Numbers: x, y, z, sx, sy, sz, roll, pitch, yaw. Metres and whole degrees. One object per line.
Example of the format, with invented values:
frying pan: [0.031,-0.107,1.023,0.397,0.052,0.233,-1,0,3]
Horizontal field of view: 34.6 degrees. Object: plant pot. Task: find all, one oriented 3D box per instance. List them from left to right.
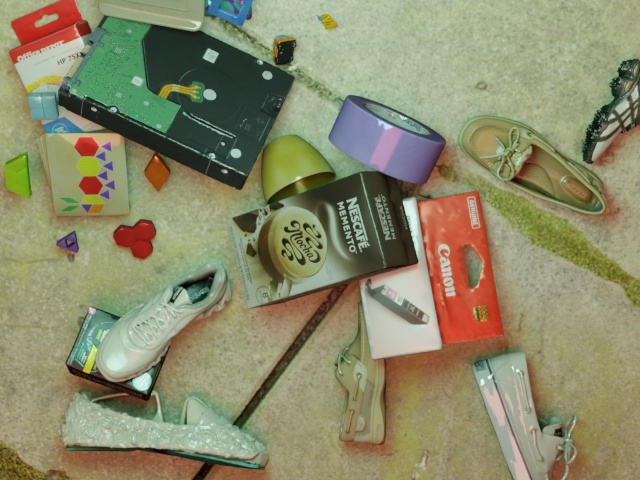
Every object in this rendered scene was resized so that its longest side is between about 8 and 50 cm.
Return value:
plant pot: [-0.051,-0.131,1.819,0.134,0.134,0.095,-25,77,10]

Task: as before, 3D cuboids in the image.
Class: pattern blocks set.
pattern blocks set: [-0.413,-0.116,1.827,0.286,0.026,0.324,6,123,-9]

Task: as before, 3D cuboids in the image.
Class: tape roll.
tape roll: [0.114,-0.173,1.755,0.189,0.189,0.080,24,107,-4]

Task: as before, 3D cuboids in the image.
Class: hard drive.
hard drive: [-0.240,-0.253,1.742,0.339,0.236,0.064,25,149,-6]

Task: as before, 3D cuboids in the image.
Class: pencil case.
pencil case: [-0.192,-0.415,1.760,0.152,0.070,0.064,5,85,3]

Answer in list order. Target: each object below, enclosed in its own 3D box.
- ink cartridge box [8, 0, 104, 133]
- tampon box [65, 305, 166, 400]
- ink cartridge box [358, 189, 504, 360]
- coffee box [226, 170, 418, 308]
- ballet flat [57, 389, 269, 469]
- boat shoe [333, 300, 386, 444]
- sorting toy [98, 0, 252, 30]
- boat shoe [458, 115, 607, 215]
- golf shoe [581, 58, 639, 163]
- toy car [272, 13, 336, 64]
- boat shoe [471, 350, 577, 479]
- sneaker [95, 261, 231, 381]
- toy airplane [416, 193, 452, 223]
ink cartridge box: [-0.450,-0.296,1.805,0.134,0.078,0.231,-20,106,9]
tampon box: [-0.375,0.213,1.918,0.161,0.101,0.120,20,72,-3]
ink cartridge box: [0.185,0.059,1.819,0.239,0.060,0.275,-10,85,5]
coffee box: [0.000,0.000,1.769,0.297,0.119,0.168,-19,83,33]
ballet flat: [-0.298,0.355,1.971,0.409,0.147,0.146,6,107,0]
boat shoe: [0.073,0.247,1.928,0.098,0.109,0.302,0,112,2]
sorting toy: [-0.275,-0.449,1.676,0.348,0.047,0.196,10,133,0]
boat shoe: [0.377,-0.132,1.805,0.285,0.089,0.104,25,107,-4]
golf shoe: [0.527,-0.212,1.781,0.094,0.077,0.198,24,107,-4]
toy car: [-0.032,-0.354,1.799,0.122,0.060,0.040,-24,60,-7]
boat shoe: [0.418,0.375,1.942,0.157,0.136,0.367,-21,95,6]
sneaker: [-0.283,0.137,1.843,0.292,0.118,0.110,-41,85,-19]
toy airplane: [0.182,-0.013,1.882,0.151,0.028,0.151,1,106,5]
